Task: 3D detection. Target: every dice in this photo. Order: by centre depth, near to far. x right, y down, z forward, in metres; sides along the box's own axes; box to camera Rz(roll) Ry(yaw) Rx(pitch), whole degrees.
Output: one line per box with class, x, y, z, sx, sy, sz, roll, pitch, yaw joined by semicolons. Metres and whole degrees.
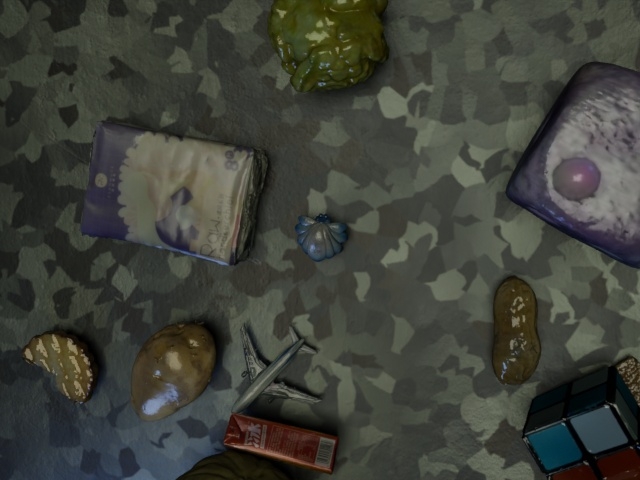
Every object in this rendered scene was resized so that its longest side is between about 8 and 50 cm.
dice;0.499;-0.127;1.237;0.271;0.270;0.270;30;98;7

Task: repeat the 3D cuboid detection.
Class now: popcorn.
popcorn;0.014;-0.392;1.355;0.256;0.195;0.255;37;94;25

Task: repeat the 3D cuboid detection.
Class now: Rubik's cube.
Rubik's cube;0.493;0.361;1.306;0.183;0.167;0.180;-34;87;24

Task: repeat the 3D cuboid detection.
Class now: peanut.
peanut;0.375;0.174;1.378;0.099;0.099;0.214;0;88;11

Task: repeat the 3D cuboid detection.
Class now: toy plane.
toy plane;-0.106;0.277;1.486;0.226;0.058;0.226;44;103;4

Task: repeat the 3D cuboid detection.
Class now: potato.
potato;-0.313;0.269;1.489;0.235;0.128;0.161;-34;83;16

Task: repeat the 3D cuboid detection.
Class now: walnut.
walnut;-0.169;0.565;1.412;0.282;0.253;0.277;8;117;1

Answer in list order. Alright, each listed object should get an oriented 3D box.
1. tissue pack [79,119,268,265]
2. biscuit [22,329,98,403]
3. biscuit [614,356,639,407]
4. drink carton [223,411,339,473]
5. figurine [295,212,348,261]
tissue pack;-0.295;-0.097;1.461;0.344;0.125;0.242;12;96;10
biscuit;-0.546;0.262;1.567;0.183;0.061;0.118;45;98;3
biscuit;0.618;0.340;1.369;0.131;0.025;0.231;-41;84;12
drink carton;-0.077;0.409;1.453;0.223;0.096;0.071;12;70;4
figurine;0.000;0.000;1.447;0.114;0.079;0.114;3;131;4
